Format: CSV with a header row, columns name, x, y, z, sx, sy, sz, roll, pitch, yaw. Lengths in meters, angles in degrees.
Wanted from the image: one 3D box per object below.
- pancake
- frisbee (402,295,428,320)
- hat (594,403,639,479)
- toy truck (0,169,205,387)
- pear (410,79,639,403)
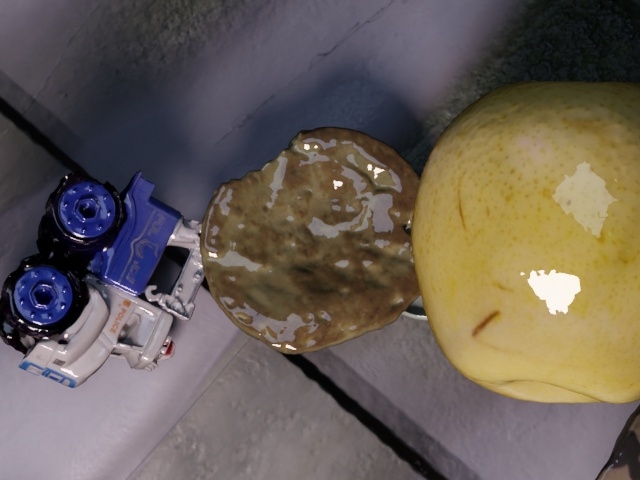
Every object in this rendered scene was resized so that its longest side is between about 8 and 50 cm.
name,x,y,z,sx,sy,sz,roll,pitch,yaw
pancake,0.000,0.001,1.581,0.222,0.042,0.236,34,71,2
frisbee,0.107,0.027,1.608,0.110,0.014,0.110,-2,69,7
hat,0.413,0.292,1.345,0.382,0.257,0.366,36,76,-25
toy truck,-0.209,0.044,1.591,0.177,0.161,0.213,27,74,-8
pear,0.225,0.001,1.447,0.309,0.309,0.309,-3,70,7
